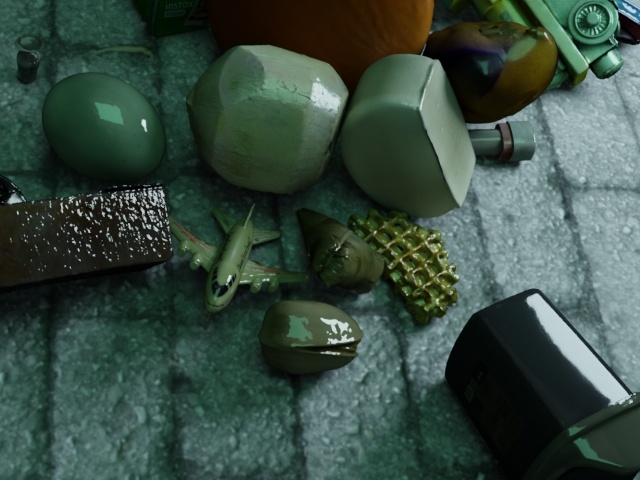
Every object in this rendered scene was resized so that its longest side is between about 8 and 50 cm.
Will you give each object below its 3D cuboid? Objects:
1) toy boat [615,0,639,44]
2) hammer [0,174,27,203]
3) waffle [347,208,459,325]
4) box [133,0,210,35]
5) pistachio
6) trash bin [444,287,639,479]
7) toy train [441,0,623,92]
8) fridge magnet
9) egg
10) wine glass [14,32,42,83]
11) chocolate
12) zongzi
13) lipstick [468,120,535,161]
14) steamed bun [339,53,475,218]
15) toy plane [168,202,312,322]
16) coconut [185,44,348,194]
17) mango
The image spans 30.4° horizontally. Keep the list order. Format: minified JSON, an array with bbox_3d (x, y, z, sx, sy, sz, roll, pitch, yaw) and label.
[{"bbox_3d":[0.515,-0.438,2.147,0.223,0.100,0.097,29,79,9],"label":"toy boat"},{"bbox_3d":[-0.630,-0.032,1.602,0.408,0.095,0.242,20,54,6],"label":"hammer"},{"bbox_3d":[0.126,0.037,1.765,0.160,0.046,0.192,3,56,-15],"label":"waffle"},{"bbox_3d":[-0.197,-0.450,1.969,0.250,0.103,0.180,-16,63,-23],"label":"box"},{"bbox_3d":[-0.015,0.133,1.626,0.149,0.113,0.113,2,57,-12],"label":"pistachio"},{"bbox_3d":[0.309,0.229,1.592,0.182,0.209,0.290,-21,59,-24],"label":"trash bin"},{"bbox_3d":[0.362,-0.408,2.049,0.237,0.150,0.369,-35,82,6],"label":"toy train"},{"bbox_3d":[-0.002,-0.375,1.834,0.363,0.364,0.155,23,29,1],"label":"fridge magnet"},{"bbox_3d":[-0.314,-0.163,1.718,0.192,0.149,0.149,29,55,3],"label":"egg"},{"bbox_3d":[-0.449,-0.275,1.799,0.039,0.083,0.042,37,54,5],"label":"wine glass"},{"bbox_3d":[-0.340,0.002,1.575,0.321,0.112,0.112,-11,81,-43],"label":"chocolate"},{"bbox_3d":[0.000,0.000,1.699,0.176,0.160,0.078,44,98,20],"label":"zongzi"},{"bbox_3d":[0.252,-0.160,1.927,0.186,0.057,0.063,-2,59,-9],"label":"lipstick"},{"bbox_3d":[0.124,-0.153,1.792,0.164,0.242,0.146,-2,47,26],"label":"steamed bun"},{"bbox_3d":[-0.128,0.033,1.663,0.229,0.092,0.244,22,36,-4],"label":"toy plane"},{"bbox_3d":[-0.085,-0.184,1.754,0.230,0.227,0.227,17,54,3],"label":"coconut"},{"bbox_3d":[0.252,-0.270,1.868,0.201,0.287,0.153,30,86,-4],"label":"mango"}]
